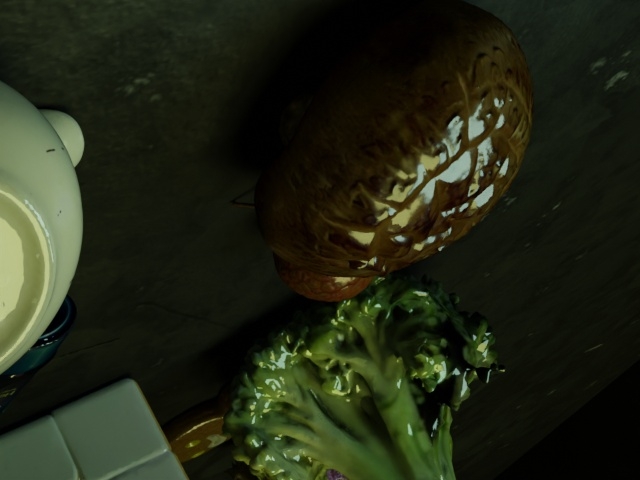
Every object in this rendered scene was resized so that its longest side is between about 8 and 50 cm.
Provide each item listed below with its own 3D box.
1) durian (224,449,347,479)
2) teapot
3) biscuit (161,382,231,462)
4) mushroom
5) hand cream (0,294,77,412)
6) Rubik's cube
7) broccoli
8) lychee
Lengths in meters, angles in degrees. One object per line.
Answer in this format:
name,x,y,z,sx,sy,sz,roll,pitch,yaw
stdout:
durian,-0.029,0.293,1.570,0.186,0.153,0.260,-19,176,32
teapot,-0.256,-0.002,0.609,0.300,0.166,0.208,-10,134,-25
biscuit,-0.114,0.227,1.431,0.236,0.039,0.180,-27,160,-8
mushroom,0.062,-0.068,0.871,0.253,0.153,0.253,-34,160,-14
hand cream,-0.295,0.123,0.941,0.120,0.061,0.270,-18,163,-44
Rubik's cube,-0.270,0.369,1.175,0.290,0.291,0.291,-23,156,-23
broccoli,0.066,0.195,1.262,0.348,0.281,0.293,-12,149,-35
lychee,0.002,0.005,1.008,0.114,0.101,0.140,-23,165,2
